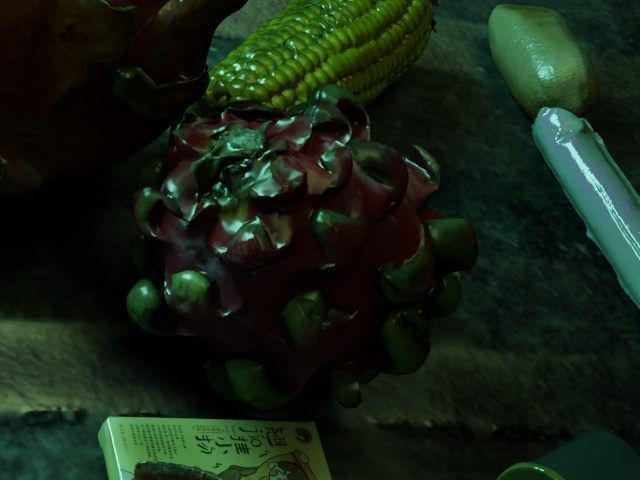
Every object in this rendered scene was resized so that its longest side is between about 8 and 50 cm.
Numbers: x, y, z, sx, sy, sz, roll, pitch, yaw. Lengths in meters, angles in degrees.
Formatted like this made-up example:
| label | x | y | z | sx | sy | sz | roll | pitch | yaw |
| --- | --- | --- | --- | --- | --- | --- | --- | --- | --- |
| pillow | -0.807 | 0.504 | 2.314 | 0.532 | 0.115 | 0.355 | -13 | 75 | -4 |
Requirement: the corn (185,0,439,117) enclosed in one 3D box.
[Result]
| label | x | y | z | sx | sy | sz | roll | pitch | yaw |
| --- | --- | --- | --- | --- | --- | --- | --- | --- | --- |
| corn | 0.003 | -0.145 | 1.238 | 0.115 | 0.115 | 0.318 | 34 | 40 | 7 |

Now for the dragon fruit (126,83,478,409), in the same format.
| label | x | y | z | sx | sy | sz | roll | pitch | yaw |
| --- | --- | --- | --- | --- | --- | --- | --- | --- | --- |
| dragon fruit | 0.000 | -0.006 | 1.017 | 0.218 | 0.198 | 0.273 | 36 | 38 | 22 |

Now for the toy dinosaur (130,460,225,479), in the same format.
| label | x | y | z | sx | sy | sz | roll | pitch | yaw |
| --- | --- | --- | --- | --- | --- | --- | --- | --- | --- |
| toy dinosaur | 0.006 | 0.203 | 0.869 | 0.279 | 0.101 | 0.055 | 26 | 27 | -21 |

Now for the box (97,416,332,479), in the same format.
| label | x | y | z | sx | sy | sz | roll | pitch | yaw |
| --- | --- | --- | --- | --- | --- | --- | --- | --- | --- |
| box | -0.058 | 0.143 | 0.957 | 0.149 | 0.020 | 0.073 | 4 | 44 | -27 |

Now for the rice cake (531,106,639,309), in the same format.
| label | x | y | z | sx | sy | sz | roll | pitch | yaw |
| --- | --- | --- | --- | --- | --- | --- | --- | --- | --- |
| rice cake | 0.249 | -0.008 | 1.276 | 0.049 | 0.055 | 0.270 | -6 | 52 | -29 |

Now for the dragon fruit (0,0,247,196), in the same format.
| label | x | y | z | sx | sy | sz | roll | pitch | yaw |
| --- | --- | --- | --- | --- | --- | --- | --- | --- | --- |
| dragon fruit | -0.195 | -0.144 | 1.007 | 0.250 | 0.315 | 0.250 | 59 | 4 | -7 |

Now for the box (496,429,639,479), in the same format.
| label | x | y | z | sx | sy | sz | roll | pitch | yaw |
| --- | --- | --- | --- | --- | --- | --- | --- | --- | --- |
| box | 0.177 | 0.221 | 0.916 | 0.090 | 0.144 | 0.201 | -20 | 58 | -46 |

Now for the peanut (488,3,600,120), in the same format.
| label | x | y | z | sx | sy | sz | roll | pitch | yaw |
| --- | --- | --- | --- | --- | --- | --- | --- | --- | --- |
| peanut | 0.197 | -0.161 | 1.398 | 0.076 | 0.076 | 0.152 | 0 | 49 | -30 |
